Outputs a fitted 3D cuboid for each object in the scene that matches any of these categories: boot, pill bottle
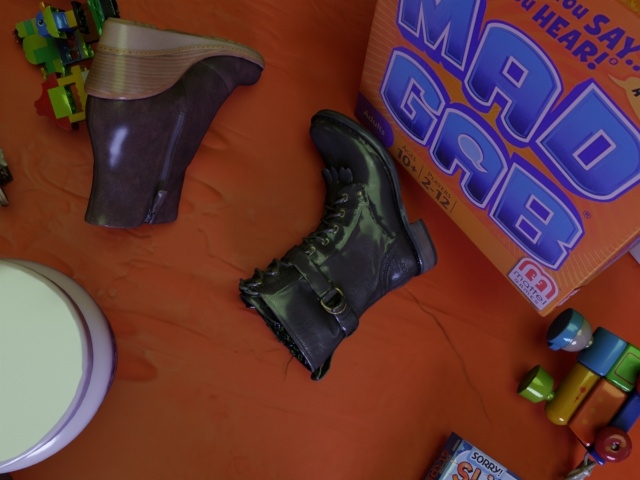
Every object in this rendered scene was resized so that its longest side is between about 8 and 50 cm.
[{"bbox_3d":[-0.160,-0.127,0.676,0.090,0.248,0.207,18,108,27],"label":"boot"},{"bbox_3d":[-0.255,0.101,0.501,0.160,0.283,0.160,3,79,-17],"label":"pill bottle"},{"bbox_3d":[0.000,0.000,0.703,0.229,0.091,0.263,-34,93,-21],"label":"boot"}]

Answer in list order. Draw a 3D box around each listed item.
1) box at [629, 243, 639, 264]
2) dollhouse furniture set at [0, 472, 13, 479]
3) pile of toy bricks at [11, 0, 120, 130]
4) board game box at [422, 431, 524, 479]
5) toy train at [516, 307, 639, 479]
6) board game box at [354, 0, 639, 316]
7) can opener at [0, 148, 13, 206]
[{"bbox_3d":[0.510,-0.015,0.863,0.113,0.094,0.275,-41,94,-20],"label":"box"},{"bbox_3d":[-0.454,0.174,0.386,0.394,0.362,0.256,46,70,-18],"label":"dollhouse furniture set"},{"bbox_3d":[-0.288,-0.227,0.662,0.105,0.118,0.212,-12,100,9],"label":"pile of toy bricks"},{"bbox_3d":[0.206,0.343,0.720,0.201,0.035,0.136,35,82,-8],"label":"board game box"},{"bbox_3d":[0.313,0.219,0.767,0.143,0.105,0.248,34,95,8],"label":"toy train"},{"bbox_3d":[0.300,-0.210,0.643,0.356,0.356,0.356,-32,69,-19],"label":"board game box"},{"bbox_3d":[-0.401,-0.152,0.615,0.095,0.076,0.283,-26,87,-21],"label":"can opener"}]
